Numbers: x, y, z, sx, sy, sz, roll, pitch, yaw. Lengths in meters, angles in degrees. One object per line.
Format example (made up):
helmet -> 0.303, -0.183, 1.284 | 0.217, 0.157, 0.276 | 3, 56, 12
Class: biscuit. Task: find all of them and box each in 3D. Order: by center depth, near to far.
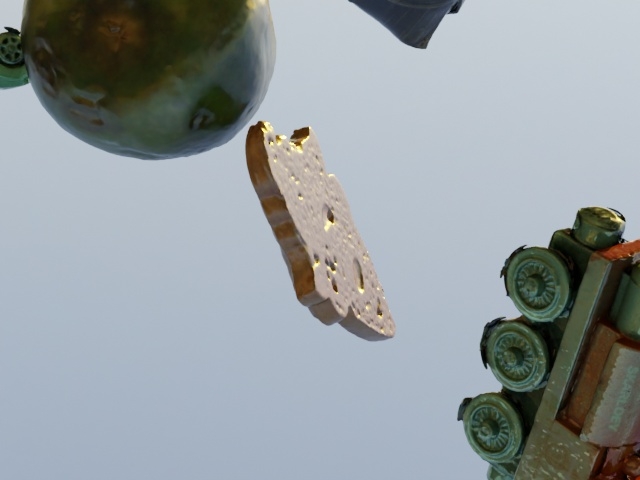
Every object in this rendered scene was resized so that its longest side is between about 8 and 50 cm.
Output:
biscuit -> 0.000, 0.000, 1.489 | 0.035, 0.250, 0.162 | -15, -137, 23

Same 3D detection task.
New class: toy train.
toy train -> 0.147, 0.074, 1.013 | 0.118, 0.176, 0.074 | 34, -150, 33
toy train -> -0.316, -0.150, 1.589 | 0.149, 0.081, 0.099 | 15, 176, -27

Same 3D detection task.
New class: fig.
fig -> -0.114, -0.166, 1.544 | 0.206, 0.206, 0.275 | -5, -178, 21

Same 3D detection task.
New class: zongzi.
zongzi -> 0.176, -0.420, 2.261 | 0.289, 0.154, 0.317 | -63, -171, -31
